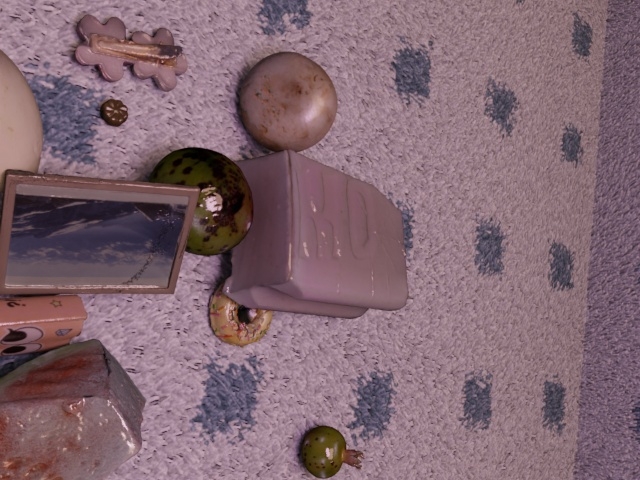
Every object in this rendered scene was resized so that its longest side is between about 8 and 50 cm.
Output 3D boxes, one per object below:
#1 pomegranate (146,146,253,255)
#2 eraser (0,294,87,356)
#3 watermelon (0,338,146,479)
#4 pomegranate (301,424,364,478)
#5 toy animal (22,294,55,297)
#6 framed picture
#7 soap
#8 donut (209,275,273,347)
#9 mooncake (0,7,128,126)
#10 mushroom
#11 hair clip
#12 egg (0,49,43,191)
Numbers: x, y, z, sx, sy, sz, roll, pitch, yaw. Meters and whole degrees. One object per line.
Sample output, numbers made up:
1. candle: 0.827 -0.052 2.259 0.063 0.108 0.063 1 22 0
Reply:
1. pomegranate: -0.294 -0.063 1.388 0.305 0.242 0.242 -26 111 7
2. eraser: -0.584 0.157 1.150 0.290 0.171 0.087 0 62 -41
3. watermelon: -0.426 0.329 1.150 0.387 0.258 0.229 -19 113 -56
4. pomegranate: 0.030 0.537 1.676 0.159 0.129 0.130 -8 95 -5
5. toy animal: -0.508 0.068 1.275 0.252 0.070 0.079 -5 108 -44
6. framed picture: -0.406 -0.003 1.201 0.335 0.022 0.247 3 121 -32
7. soap: 0.000 0.000 1.581 0.435 0.212 0.351 16 65 -44
8. donut: -0.182 0.168 1.552 0.174 0.068 0.175 1 88 -42
9. mooncake: -0.526 -0.351 1.286 0.346 0.057 0.150 23 61 -45
10. mushroom: -0.070 -0.326 1.596 0.243 0.243 0.244 1 88 -41
11. hair clip: -0.394 -0.397 1.388 0.257 0.075 0.146 -2 88 -35
12. egg: -0.562 -0.226 1.095 0.286 0.174 0.264 44 19 -39
